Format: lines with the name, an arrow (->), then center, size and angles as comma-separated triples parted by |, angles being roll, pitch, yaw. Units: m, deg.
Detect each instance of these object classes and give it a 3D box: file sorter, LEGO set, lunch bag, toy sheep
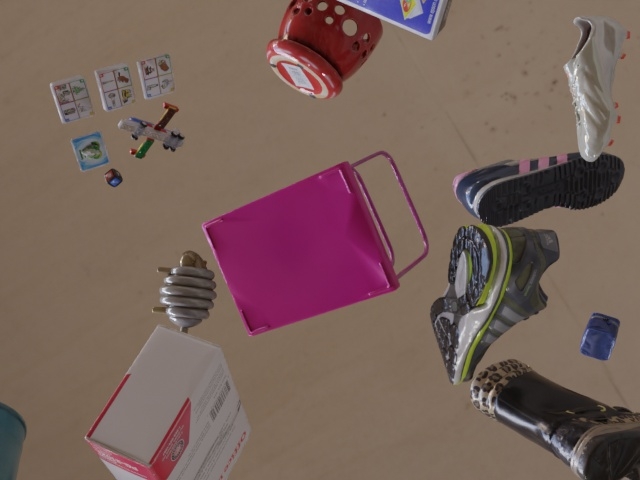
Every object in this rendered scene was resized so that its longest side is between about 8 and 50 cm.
file sorter -> 0.000, 0.000, 1.325 | 0.182, 0.290, 0.202 | -29, -83, -57
LEGO set -> -0.315, -0.192, 1.300 | 0.244, 0.182, 0.060 | 90, 156, -52
lunch bag -> 0.609, 0.203, 1.766 | 0.065, 0.067, 0.098 | -54, -24, -44
toy sheep -> -0.194, 0.080, 1.177 | 0.091, 0.091, 0.132 | 22, -108, -76

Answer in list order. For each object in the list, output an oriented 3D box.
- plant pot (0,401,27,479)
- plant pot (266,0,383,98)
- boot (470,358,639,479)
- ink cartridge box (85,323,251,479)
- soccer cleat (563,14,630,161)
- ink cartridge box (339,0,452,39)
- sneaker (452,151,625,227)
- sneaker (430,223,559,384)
plant pot -> -0.691, 0.459, 1.484 | 0.271, 0.271, 0.255 | 50, -158, -46
plant pot -> 0.004, -0.384, 1.587 | 0.191, 0.174, 0.191 | 27, 166, 7
boot -> 0.480, 0.338, 1.531 | 0.377, 0.138, 0.284 | 8, -166, -45
ink cartridge box -> -0.186, 0.251, 1.059 | 0.237, 0.100, 0.172 | 81, -148, -51
soccer cleat -> 0.353, -0.201, 1.069 | 0.068, 0.076, 0.196 | 147, 134, -79
ink cartridge box -> 0.086, -0.504, 1.265 | 0.307, 0.072, 0.304 | 28, 142, 12
sneaker -> 0.384, -0.113, 1.439 | 0.131, 0.319, 0.112 | -134, 40, -55
sneaker -> 0.221, 0.090, 1.035 | 0.300, 0.121, 0.111 | 98, 163, -53
